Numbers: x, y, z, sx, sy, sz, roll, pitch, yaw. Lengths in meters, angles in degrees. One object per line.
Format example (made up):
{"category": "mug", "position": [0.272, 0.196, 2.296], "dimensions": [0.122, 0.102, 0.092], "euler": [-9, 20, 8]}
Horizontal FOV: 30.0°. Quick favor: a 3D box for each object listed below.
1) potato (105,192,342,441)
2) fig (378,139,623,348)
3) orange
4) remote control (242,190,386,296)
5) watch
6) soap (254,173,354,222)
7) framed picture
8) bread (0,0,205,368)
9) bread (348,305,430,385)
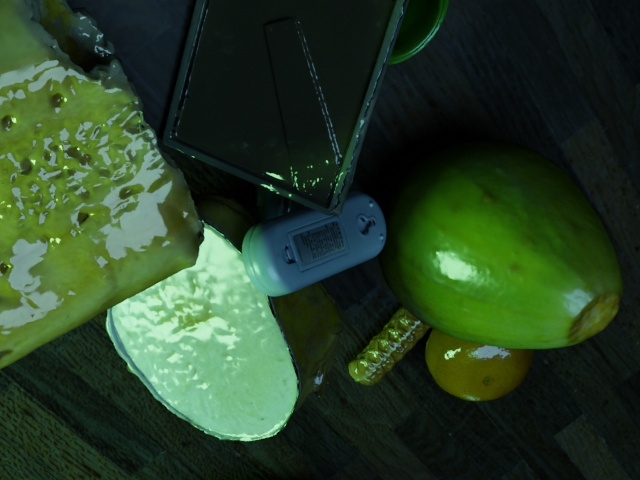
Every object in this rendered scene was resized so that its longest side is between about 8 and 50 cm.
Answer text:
{"category": "potato", "position": [-0.112, 0.073, 1.457], "dimensions": [0.246, 0.196, 0.300], "euler": [-17, 107, 25]}
{"category": "fig", "position": [0.231, 0.014, 1.478], "dimensions": [0.258, 0.326, 0.258], "euler": [-25, 129, -34]}
{"category": "orange", "position": [0.226, 0.153, 1.697], "dimensions": [0.156, 0.124, 0.156], "euler": [-3, 130, -4]}
{"category": "remote control", "position": [0.000, 0.000, 1.381], "dimensions": [0.244, 0.047, 0.087], "euler": [-22, 92, -51]}
{"category": "watch", "position": [0.084, -0.284, 1.348], "dimensions": [0.165, 0.131, 0.152], "euler": [-49, 138, 10]}
{"category": "soap", "position": [-0.013, -0.109, 1.450], "dimensions": [0.114, 0.063, 0.198], "euler": [0, 121, -24]}
{"category": "framed picture", "position": [-0.039, -0.203, 1.307], "dimensions": [0.232, 0.024, 0.315], "euler": [24, 116, 11]}
{"category": "bread", "position": [-0.357, -0.065, 1.210], "dimensions": [0.394, 0.250, 0.361], "euler": [-29, 117, -1]}
{"category": "bread", "position": [0.103, 0.142, 1.681], "dimensions": [0.052, 0.044, 0.157], "euler": [38, 100, -31]}
